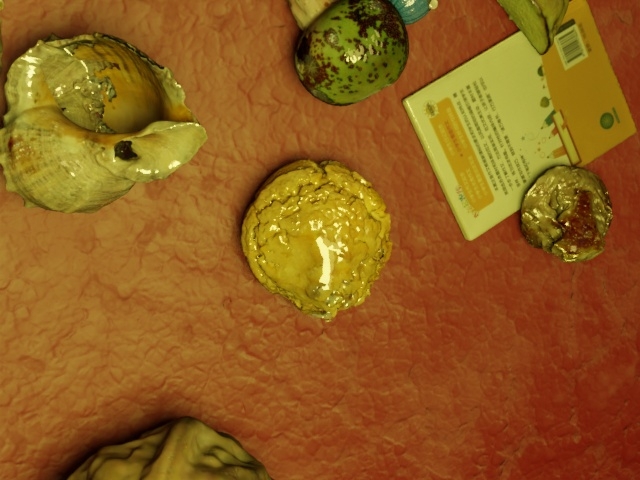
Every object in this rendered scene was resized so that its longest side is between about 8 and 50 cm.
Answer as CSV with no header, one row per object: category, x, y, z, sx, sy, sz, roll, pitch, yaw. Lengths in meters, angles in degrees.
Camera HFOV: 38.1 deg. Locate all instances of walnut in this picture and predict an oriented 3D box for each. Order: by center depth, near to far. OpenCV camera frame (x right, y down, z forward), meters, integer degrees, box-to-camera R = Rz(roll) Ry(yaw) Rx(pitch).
walnut,-0.156,0.312,0.976,0.273,0.273,0.227,32,96,-23

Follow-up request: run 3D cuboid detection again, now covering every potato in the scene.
potato,0.283,-0.327,1.148,0.120,0.081,0.149,-43,100,-9

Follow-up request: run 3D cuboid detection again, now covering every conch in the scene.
conch,-0.223,-0.120,0.936,0.163,0.245,0.178,-60,140,-46

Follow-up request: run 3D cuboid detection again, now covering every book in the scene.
book,0.267,-0.161,1.210,0.295,0.020,0.207,-32,108,-15

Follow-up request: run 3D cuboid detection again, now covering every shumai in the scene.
shumai,0.338,-0.029,1.214,0.139,0.105,0.123,12,108,-53

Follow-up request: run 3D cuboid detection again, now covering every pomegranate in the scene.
pomegranate,0.025,-0.230,1.064,0.138,0.163,0.125,-41,150,4

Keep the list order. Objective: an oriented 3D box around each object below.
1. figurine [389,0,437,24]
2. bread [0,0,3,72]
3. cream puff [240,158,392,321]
figurine,0.127,-0.305,1.115,0.136,0.077,0.079,-16,139,-34
bread,-0.415,-0.169,0.887,0.210,0.110,0.192,3,97,-22
cream puff,0.000,0.000,1.070,0.189,0.129,0.189,-2,97,-19
